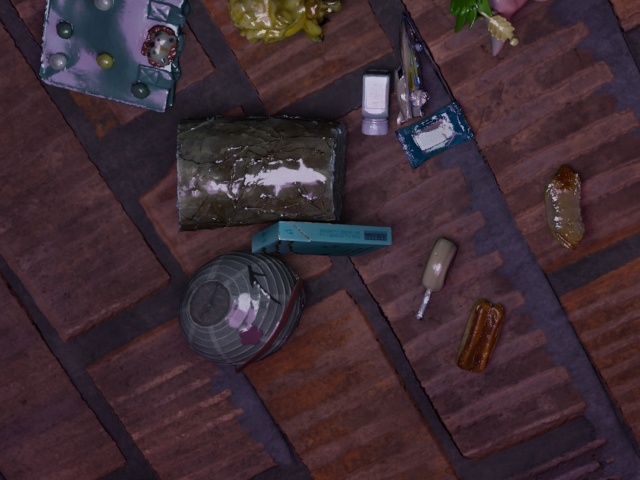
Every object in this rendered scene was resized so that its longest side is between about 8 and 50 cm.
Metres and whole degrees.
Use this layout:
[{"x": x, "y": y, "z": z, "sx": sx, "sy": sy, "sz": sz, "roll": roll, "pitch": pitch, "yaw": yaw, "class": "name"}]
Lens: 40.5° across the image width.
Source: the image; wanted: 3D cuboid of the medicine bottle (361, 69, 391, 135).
[{"x": 0.106, "y": -0.264, "z": 1.662, "sx": 0.055, "sy": 0.074, "sz": 0.118, "roll": 3, "pitch": 108, "yaw": 4, "class": "medicine bottle"}]

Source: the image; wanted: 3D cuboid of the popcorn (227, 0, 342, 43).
[{"x": -0.069, "y": -0.429, "z": 1.582, "sx": 0.195, "sy": 0.173, "sz": 0.168, "roll": 30, "pitch": 66, "yaw": 1, "class": "popcorn"}]

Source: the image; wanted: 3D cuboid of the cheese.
[{"x": 0.230, "y": 0.078, "z": 1.754, "sx": 0.047, "sy": 0.092, "sz": 0.171, "roll": 20, "pitch": 102, "yaw": 15, "class": "cheese"}]

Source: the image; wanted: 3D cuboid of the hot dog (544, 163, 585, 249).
[{"x": 0.473, "y": -0.062, "z": 1.695, "sx": 0.078, "sy": 0.061, "sz": 0.169, "roll": -1, "pitch": 82, "yaw": -1, "class": "hot dog"}]

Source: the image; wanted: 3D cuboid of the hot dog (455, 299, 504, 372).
[{"x": 0.331, "y": 0.203, "z": 1.805, "sx": 0.071, "sy": 0.045, "sz": 0.165, "roll": 15, "pitch": 109, "yaw": -1, "class": "hot dog"}]

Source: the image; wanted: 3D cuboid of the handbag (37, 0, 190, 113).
[{"x": -0.396, "y": -0.401, "z": 1.659, "sx": 0.274, "sy": 0.100, "sz": 0.269, "roll": 15, "pitch": 108, "yaw": 2, "class": "handbag"}]

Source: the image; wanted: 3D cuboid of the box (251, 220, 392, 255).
[{"x": -0.001, "y": 0.000, "z": 1.674, "sx": 0.229, "sy": 0.162, "sz": 0.041, "roll": 3, "pitch": 79, "yaw": -23, "class": "box"}]

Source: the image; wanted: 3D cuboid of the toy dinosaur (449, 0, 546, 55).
[{"x": 0.332, "y": -0.432, "z": 1.574, "sx": 0.177, "sy": 0.152, "sz": 0.194, "roll": 16, "pitch": 85, "yaw": -19, "class": "toy dinosaur"}]

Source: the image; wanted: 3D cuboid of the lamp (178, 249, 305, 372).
[{"x": -0.154, "y": 0.134, "z": 1.746, "sx": 0.233, "sy": 0.233, "sz": 0.265, "roll": 39, "pitch": 107, "yaw": -7, "class": "lamp"}]

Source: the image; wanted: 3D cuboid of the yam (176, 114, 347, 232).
[{"x": -0.122, "y": -0.126, "z": 1.652, "sx": 0.348, "sy": 0.241, "sz": 0.241, "roll": -2, "pitch": 108, "yaw": 5, "class": "yam"}]

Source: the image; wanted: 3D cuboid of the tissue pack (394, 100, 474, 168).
[{"x": 0.223, "y": -0.205, "z": 1.696, "sx": 0.138, "sy": 0.028, "sz": 0.085, "roll": -25, "pitch": 100, "yaw": 18, "class": "tissue pack"}]

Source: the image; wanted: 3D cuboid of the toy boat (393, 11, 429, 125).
[{"x": 0.167, "y": -0.325, "z": 1.642, "sx": 0.066, "sy": 0.084, "sz": 0.210, "roll": -6, "pitch": 97, "yaw": 3, "class": "toy boat"}]
